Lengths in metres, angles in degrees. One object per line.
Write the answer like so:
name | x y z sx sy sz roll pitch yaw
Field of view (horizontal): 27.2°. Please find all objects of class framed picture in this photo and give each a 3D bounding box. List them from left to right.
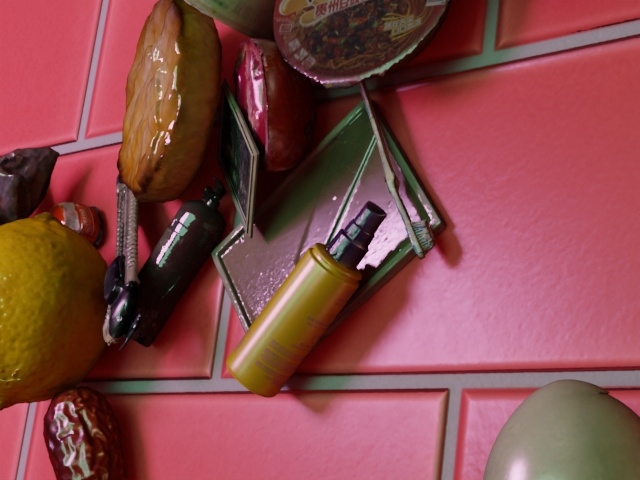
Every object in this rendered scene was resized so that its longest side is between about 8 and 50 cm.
framed picture | -0.114 -0.113 1.789 0.183 0.011 0.142 -115 24 -47
framed picture | 0.000 0.000 1.709 0.324 0.020 0.240 -45 49 21

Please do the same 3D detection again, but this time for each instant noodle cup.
instant noodle cup | 0.076 -0.302 1.693 0.274 0.091 0.274 -15 61 29

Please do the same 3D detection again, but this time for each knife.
knife | -0.285 0.008 1.887 0.089 0.043 0.365 -46 30 27

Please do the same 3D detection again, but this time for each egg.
egg | 0.246 0.256 1.260 0.187 0.186 0.253 -24 61 35

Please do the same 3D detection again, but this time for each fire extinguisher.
fire extinguisher | -0.201 0.025 1.840 0.072 0.089 0.267 36 101 12

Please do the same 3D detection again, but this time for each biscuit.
biscuit | -0.209 -0.196 1.876 0.296 0.102 0.296 -173 90 -69

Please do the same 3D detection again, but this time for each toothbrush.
toothbrush | 0.084 -0.097 1.638 0.028 0.026 0.294 -28 56 10

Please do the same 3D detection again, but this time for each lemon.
lemon | -0.420 0.103 1.903 0.267 0.267 0.267 -18 63 38

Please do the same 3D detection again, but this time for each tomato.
tomato | -0.053 -0.182 1.756 0.189 0.099 0.173 -141 49 -66

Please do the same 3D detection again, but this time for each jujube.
jujube | -0.328 0.292 1.838 0.109 0.112 0.176 -34 58 29

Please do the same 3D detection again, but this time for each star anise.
star anise | -0.536 -0.029 2.065 0.331 0.118 0.331 -48 11 12

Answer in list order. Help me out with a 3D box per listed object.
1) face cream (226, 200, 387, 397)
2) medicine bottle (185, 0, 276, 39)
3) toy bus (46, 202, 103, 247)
face cream | -0.010 0.067 1.623 0.273 0.078 0.078 -54 46 14
medicine bottle | -0.061 -0.501 1.807 0.406 0.236 0.236 -56 46 12
toy bus | -0.417 0.006 2.055 0.174 0.077 0.079 -37 52 27
